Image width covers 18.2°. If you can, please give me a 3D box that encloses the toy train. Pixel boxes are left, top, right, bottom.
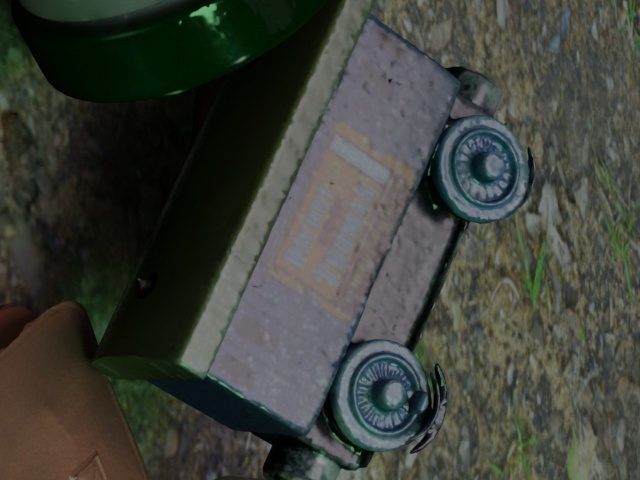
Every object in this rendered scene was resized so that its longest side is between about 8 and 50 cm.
[{"bbox_3d":[0.000,0.000,1.237,0.202,0.131,0.300,32,70,-26],"label":"toy train"}]

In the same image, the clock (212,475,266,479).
[{"bbox_3d":[-0.037,0.363,1.272,0.342,0.184,0.326,-47,129,-42],"label":"clock"}]

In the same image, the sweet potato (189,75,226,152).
[{"bbox_3d":[-0.029,-0.137,1.375,0.131,0.131,0.337,15,74,-56],"label":"sweet potato"}]

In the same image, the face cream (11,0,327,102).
[{"bbox_3d":[-0.140,-0.277,1.134,0.312,0.219,0.357,-62,139,-42],"label":"face cream"}]

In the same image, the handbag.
[{"bbox_3d":[-0.187,0.146,1.163,0.212,0.059,0.157,-48,125,-49],"label":"handbag"}]
